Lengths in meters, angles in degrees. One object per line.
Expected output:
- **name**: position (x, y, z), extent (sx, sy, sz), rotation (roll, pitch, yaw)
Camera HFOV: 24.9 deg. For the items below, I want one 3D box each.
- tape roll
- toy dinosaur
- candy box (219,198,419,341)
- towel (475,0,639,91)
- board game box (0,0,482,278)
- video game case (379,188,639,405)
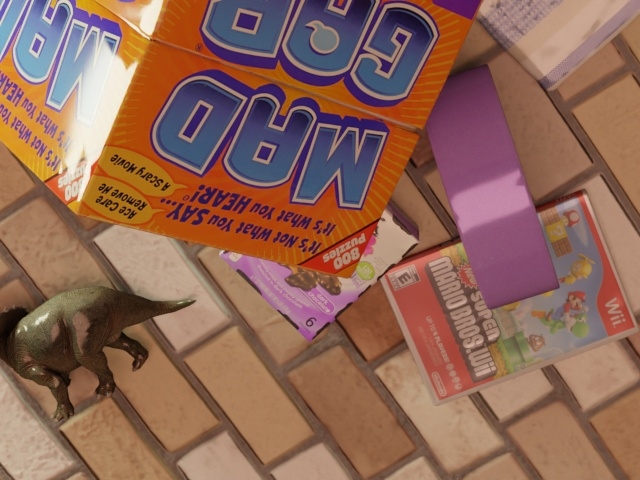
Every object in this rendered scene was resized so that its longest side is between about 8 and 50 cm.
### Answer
- **tape roll**: position (0.196, -0.062, 1.687), extent (0.090, 0.275, 0.275), rotation (-19, 106, 7)
- **toy dinosaur**: position (-0.317, 0.125, 1.853), extent (0.313, 0.121, 0.160), rotation (-17, 120, 12)
- **candy box**: position (0.000, 0.000, 1.822), extent (0.196, 0.070, 0.165), rotation (-43, 101, 15)
- **towel**: position (0.257, -0.341, 1.723), extent (0.285, 0.034, 0.209), rotation (44, 107, -9)
- **board game box**: position (-0.117, -0.221, 1.523), extent (0.356, 0.356, 0.356), rotation (14, 107, -41)
- **video game case**: position (0.241, 0.076, 1.861), extent (0.285, 0.025, 0.204), rotation (-22, 105, 9)
